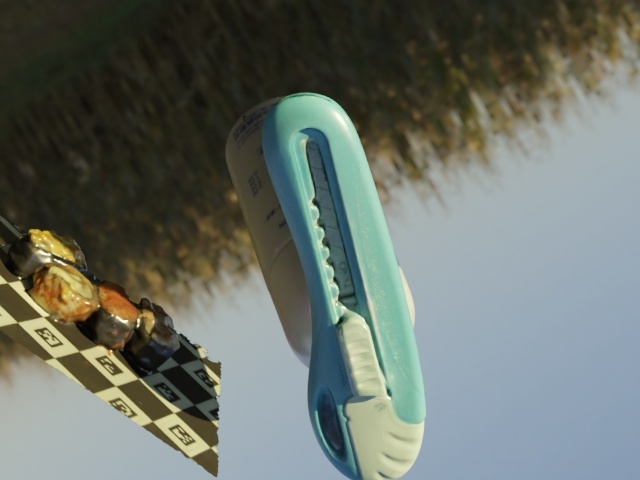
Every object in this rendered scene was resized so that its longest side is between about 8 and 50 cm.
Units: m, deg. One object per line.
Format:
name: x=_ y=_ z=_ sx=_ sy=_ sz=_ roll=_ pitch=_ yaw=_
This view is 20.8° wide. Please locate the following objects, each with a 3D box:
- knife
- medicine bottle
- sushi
knife: x=0.012 y=0.030 z=0.899 sx=0.064 sy=0.222 sz=0.031 roll=-9 pitch=-159 yaw=9
medicine bottle: x=0.000 y=0.000 z=1.715 sx=0.130 sy=0.130 sz=0.341 roll=-30 pitch=-140 yaw=7
sushi: x=-0.199 y=0.077 z=1.704 sx=0.050 sy=0.290 sz=0.264 roll=-51 pitch=-167 yaw=15
